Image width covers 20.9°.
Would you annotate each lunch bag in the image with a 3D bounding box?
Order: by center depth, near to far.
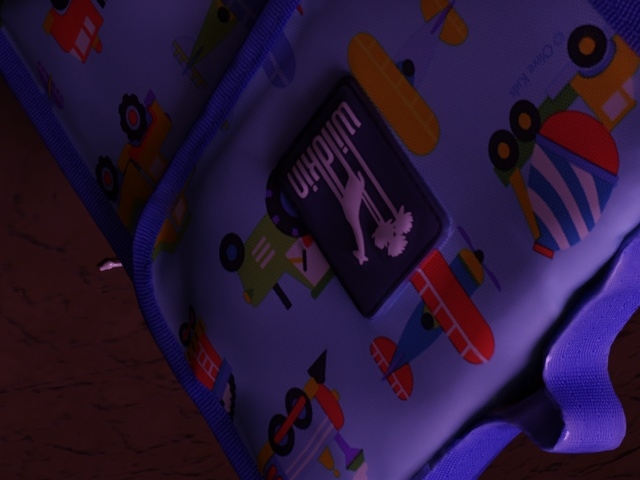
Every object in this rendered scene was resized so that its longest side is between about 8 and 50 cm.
[{"bbox_3d":[0.024,-0.044,0.572,0.138,0.293,0.221,8,132,-38],"label":"lunch bag"}]

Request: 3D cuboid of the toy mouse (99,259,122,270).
[{"bbox_3d":[0.000,0.000,0.838,0.161,0.031,0.143,-38,143,16],"label":"toy mouse"}]
